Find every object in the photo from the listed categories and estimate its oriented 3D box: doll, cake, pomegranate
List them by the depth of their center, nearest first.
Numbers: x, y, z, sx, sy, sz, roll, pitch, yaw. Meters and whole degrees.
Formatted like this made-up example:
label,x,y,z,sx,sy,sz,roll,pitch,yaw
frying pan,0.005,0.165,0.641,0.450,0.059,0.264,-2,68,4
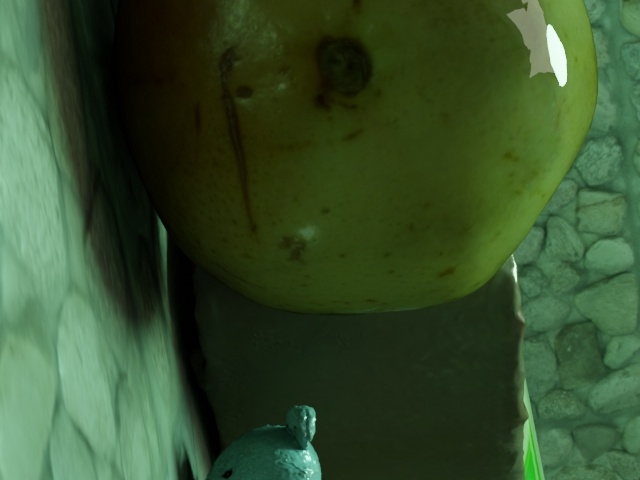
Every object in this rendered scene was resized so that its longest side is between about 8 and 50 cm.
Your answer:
label,x,y,z,sx,sy,sz,roll,pitch,yaw
pomegranate,0.021,-0.105,1.035,0.319,0.319,0.319,-8,90,-88
doll,-0.052,0.184,1.055,0.120,0.075,0.179,-46,-164,44
cake,0.027,0.057,1.285,0.237,0.230,0.308,-94,175,-45

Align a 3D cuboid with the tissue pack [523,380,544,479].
label,x,y,z,sx,sy,sz,roll,pitch,yaw
tissue pack,0.117,0.277,2.080,0.331,0.205,0.404,120,-33,-59
